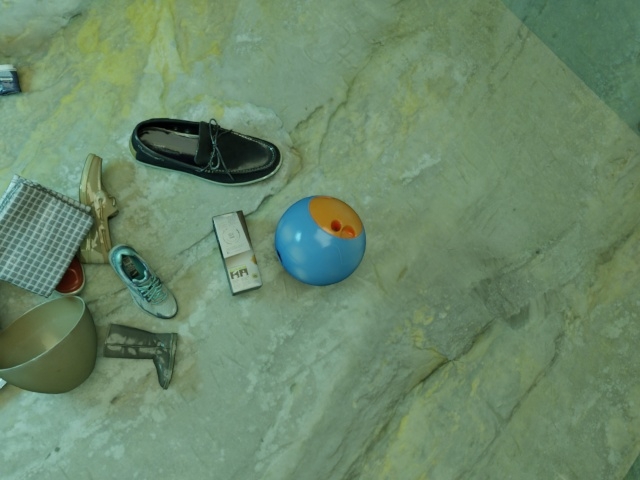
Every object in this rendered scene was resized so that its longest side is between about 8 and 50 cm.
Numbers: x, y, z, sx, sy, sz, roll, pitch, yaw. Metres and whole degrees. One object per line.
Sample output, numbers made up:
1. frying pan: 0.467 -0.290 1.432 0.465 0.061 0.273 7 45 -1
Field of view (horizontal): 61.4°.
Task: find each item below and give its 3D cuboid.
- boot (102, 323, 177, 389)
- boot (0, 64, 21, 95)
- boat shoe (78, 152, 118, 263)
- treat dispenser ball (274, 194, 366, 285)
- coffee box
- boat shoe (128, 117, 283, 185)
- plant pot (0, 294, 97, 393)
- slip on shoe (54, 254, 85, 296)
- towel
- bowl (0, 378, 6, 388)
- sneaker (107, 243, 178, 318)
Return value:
1. boot: -0.548 0.351 1.631 0.209 0.076 0.189 8 64 -17
2. boot: -1.046 -0.495 1.690 0.190 0.069 0.086 -9 100 -3
3. boat shoe: -0.682 -0.097 1.671 0.110 0.122 0.340 1 89 -16
4. treat dispenser ball: 0.000 0.000 1.703 0.288 0.288 0.288 2 79 -12
5. coffee box: -0.266 0.043 1.714 0.098 0.141 0.246 -15 84 -14
6. boat shoe: -0.367 -0.293 1.750 0.501 0.156 0.186 8 76 -12
7. plant pot: -0.747 0.318 1.519 0.284 0.284 0.190 -32 123 -16
8. slip on shoe: -0.819 0.020 1.622 0.123 0.101 0.331 -27 87 -17
9. towel: -0.795 -0.010 1.494 0.235 0.121 0.283 31 84 -31
10. bowl: -0.972 0.383 1.546 0.142 0.053 0.142 -40 89 -17
11. sneaker: -0.534 0.135 1.628 0.110 0.122 0.283 -43 109 -19
